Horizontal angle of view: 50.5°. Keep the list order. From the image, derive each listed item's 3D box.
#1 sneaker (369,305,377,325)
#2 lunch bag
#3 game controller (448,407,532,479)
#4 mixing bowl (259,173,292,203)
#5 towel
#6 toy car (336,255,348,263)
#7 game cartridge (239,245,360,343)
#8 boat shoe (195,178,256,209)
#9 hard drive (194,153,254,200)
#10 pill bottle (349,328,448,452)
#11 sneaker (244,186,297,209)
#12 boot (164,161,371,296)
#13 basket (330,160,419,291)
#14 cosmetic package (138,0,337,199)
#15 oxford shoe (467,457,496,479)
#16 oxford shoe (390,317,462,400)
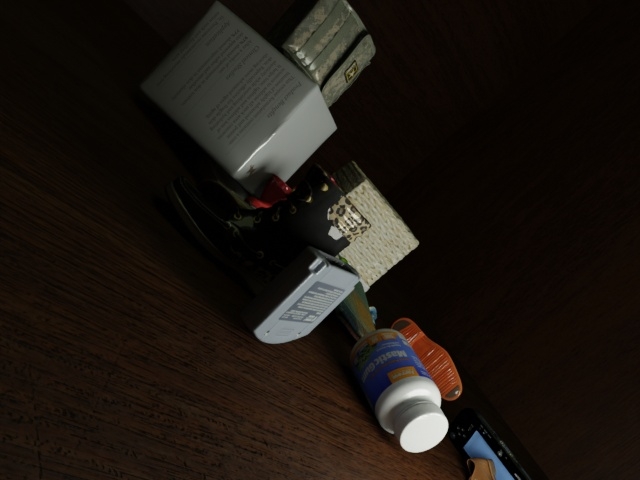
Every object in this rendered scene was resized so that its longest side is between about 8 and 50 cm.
[{"bbox_3d":[0.148,0.256,2.187,0.073,0.063,0.162,68,17,13],"label":"sneaker"},{"bbox_3d":[0.015,-0.541,1.930,0.287,0.235,0.169,43,-6,-37],"label":"lunch bag"},{"bbox_3d":[0.478,0.619,1.880,0.319,0.067,0.167,52,-29,31],"label":"game controller"},{"bbox_3d":[-0.105,-0.086,1.881,0.181,0.098,0.181,47,7,-8],"label":"mixing bowl"},{"bbox_3d":[0.081,0.167,1.970,0.271,0.040,0.370,53,14,-33],"label":"towel"},{"bbox_3d":[-0.048,0.034,1.782,0.155,0.149,0.188,24,23,-50],"label":"toy car"},{"bbox_3d":[-0.036,0.110,1.269,0.062,0.198,0.297,51,7,17],"label":"game cartridge"},{"bbox_3d":[-0.167,-0.024,1.573,0.302,0.109,0.098,43,8,4],"label":"boat shoe"},{"bbox_3d":[-0.193,-0.072,1.875,0.353,0.047,0.233,43,9,-37],"label":"hard drive"},{"bbox_3d":[0.177,0.335,1.523,0.152,0.152,0.272,43,8,-34],"label":"pill bottle"},{"bbox_3d":[-0.088,-0.083,1.716,0.107,0.119,0.279,17,2,42],"label":"sneaker"},{"bbox_3d":[-0.100,-0.054,1.390,0.377,0.284,0.138,47,7,-19],"label":"boot"},{"bbox_3d":[0.118,-0.061,2.340,0.331,0.266,0.328,47,8,-18],"label":"basket"},{"bbox_3d":[-0.221,-0.375,1.914,0.393,0.329,0.327,44,-1,14],"label":"cosmetic package"},{"bbox_3d":[0.425,0.649,1.763,0.075,0.076,0.212,13,20,-7],"label":"oxford shoe"},{"bbox_3d":[0.392,0.428,2.409,0.364,0.130,0.133,55,4,40],"label":"oxford shoe"}]
